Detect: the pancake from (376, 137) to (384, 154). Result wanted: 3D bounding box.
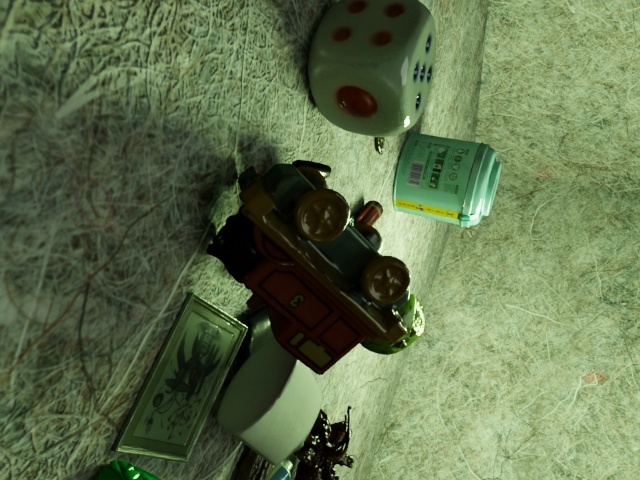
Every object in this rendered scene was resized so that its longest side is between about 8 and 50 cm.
[{"bbox_3d":[0.194,-0.339,1.351,0.190,0.020,0.184,-34,134,-57],"label":"pancake"}]

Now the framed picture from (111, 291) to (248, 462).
[{"bbox_3d":[-0.198,0.211,0.730,0.173,0.010,0.232,51,56,-55],"label":"framed picture"}]

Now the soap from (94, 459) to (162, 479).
[{"bbox_3d":[-0.273,0.428,0.590,0.218,0.097,0.274,75,36,-52],"label":"soap"}]

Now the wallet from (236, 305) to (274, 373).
[{"bbox_3d":[-0.060,0.185,1.021,0.377,0.051,0.197,-28,130,-59],"label":"wallet"}]

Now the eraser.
[{"bbox_3d":[-0.080,0.307,0.901,0.174,0.094,0.270,-53,154,-23],"label":"eraser"}]

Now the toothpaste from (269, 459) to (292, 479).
[{"bbox_3d":[-0.140,0.595,1.103,0.268,0.047,0.069,-30,143,-57],"label":"toothpaste"}]

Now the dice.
[{"bbox_3d":[0.098,-0.320,0.891,0.194,0.193,0.192,61,46,-58],"label":"dice"}]

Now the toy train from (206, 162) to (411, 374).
[{"bbox_3d":[-0.008,0.050,0.748,0.231,0.163,0.369,-44,114,5],"label":"toy train"}]

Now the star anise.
[{"bbox_3d":[0.011,0.578,1.329,0.125,0.189,0.221,167,-76,-69],"label":"star anise"}]

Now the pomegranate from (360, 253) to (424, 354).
[{"bbox_3d":[0.192,0.194,1.474,0.236,0.235,0.302,66,10,-58],"label":"pomegranate"}]

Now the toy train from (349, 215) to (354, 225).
[{"bbox_3d":[0.001,0.000,1.025,0.200,0.083,0.132,-19,132,-65],"label":"toy train"}]

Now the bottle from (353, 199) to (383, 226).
[{"bbox_3d":[0.113,-0.050,1.290,0.164,0.060,0.060,-47,145,-50],"label":"bottle"}]

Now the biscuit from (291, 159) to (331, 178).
[{"bbox_3d":[-0.060,-0.034,0.859,0.151,0.063,0.236,-1,112,-67],"label":"biscuit"}]

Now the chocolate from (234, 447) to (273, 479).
[{"bbox_3d":[-0.106,0.424,1.045,0.102,0.065,0.330,67,40,-56],"label":"chocolate"}]

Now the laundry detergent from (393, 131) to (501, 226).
[{"bbox_3d":[0.435,-0.203,1.641,0.287,0.304,0.288,-49,147,-48],"label":"laundry detergent"}]
